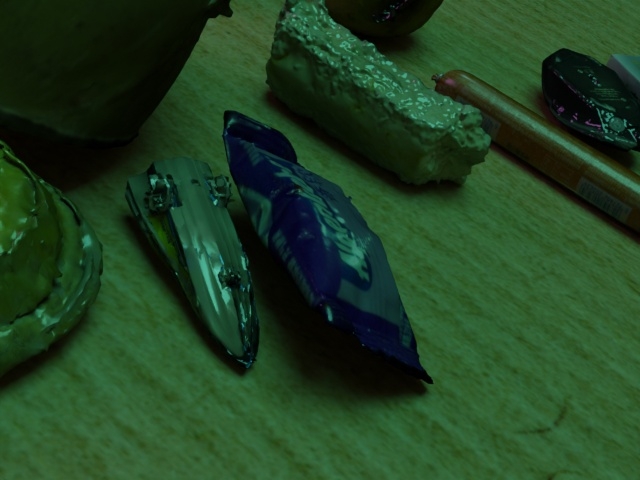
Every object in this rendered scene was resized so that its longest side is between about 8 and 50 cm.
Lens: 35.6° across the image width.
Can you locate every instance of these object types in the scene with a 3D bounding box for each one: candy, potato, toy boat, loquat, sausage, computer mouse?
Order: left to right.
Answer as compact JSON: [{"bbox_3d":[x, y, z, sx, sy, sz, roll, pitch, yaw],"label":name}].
[{"bbox_3d":[-0.251,-0.328,0.833,0.442,0.319,0.385,45,13,28],"label":"potato"},{"bbox_3d":[-0.091,0.014,0.787,0.084,0.066,0.210,0,49,-32],"label":"toy boat"},{"bbox_3d":[0.000,0.000,0.812,0.145,0.070,0.275,32,23,-45],"label":"candy"},{"bbox_3d":[0.072,-0.334,1.248,0.172,0.149,0.204,1,28,-19],"label":"loquat"},{"bbox_3d":[0.261,-0.096,1.103,0.348,0.053,0.053,36,39,22],"label":"sausage"},{"bbox_3d":[0.329,-0.164,1.221,0.106,0.062,0.192,-1,46,-28],"label":"computer mouse"}]

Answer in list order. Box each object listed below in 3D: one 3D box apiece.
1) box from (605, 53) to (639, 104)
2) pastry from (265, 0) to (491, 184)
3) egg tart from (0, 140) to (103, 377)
[{"bbox_3d":[0.501,-0.171,1.305,0.243,0.067,0.155,0,42,-25],"label":"box"},{"bbox_3d":[0.051,-0.141,1.024,0.258,0.121,0.089,40,65,15],"label":"pastry"},{"bbox_3d":[-0.294,-0.017,0.687,0.291,0.107,0.290,14,35,-10],"label":"egg tart"}]
